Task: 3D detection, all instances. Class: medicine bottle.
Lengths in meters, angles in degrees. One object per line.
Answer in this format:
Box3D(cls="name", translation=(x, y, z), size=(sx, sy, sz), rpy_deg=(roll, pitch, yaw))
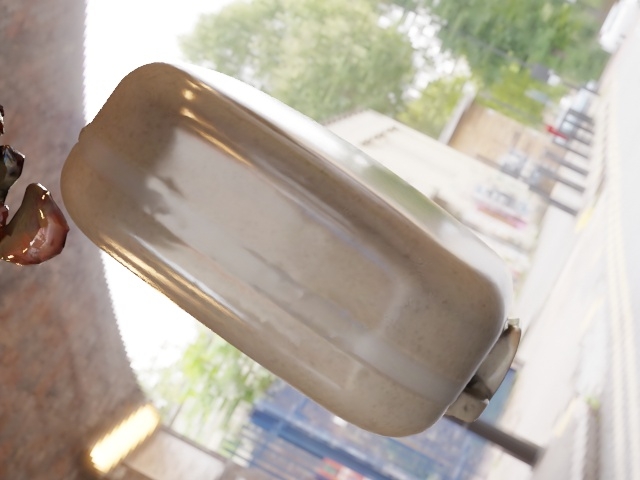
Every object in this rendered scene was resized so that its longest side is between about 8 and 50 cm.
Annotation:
Box3D(cls="medicine bottle", translation=(0.000, 0.000, 0.815), size=(0.123, 0.282, 0.375), rpy_deg=(-54, -7, 5))

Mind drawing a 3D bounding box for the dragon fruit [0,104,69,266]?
Box3D(cls="dragon fruit", translation=(-0.279, -0.090, 0.477), size=(0.263, 0.314, 0.296), rpy_deg=(67, -164, -80))
